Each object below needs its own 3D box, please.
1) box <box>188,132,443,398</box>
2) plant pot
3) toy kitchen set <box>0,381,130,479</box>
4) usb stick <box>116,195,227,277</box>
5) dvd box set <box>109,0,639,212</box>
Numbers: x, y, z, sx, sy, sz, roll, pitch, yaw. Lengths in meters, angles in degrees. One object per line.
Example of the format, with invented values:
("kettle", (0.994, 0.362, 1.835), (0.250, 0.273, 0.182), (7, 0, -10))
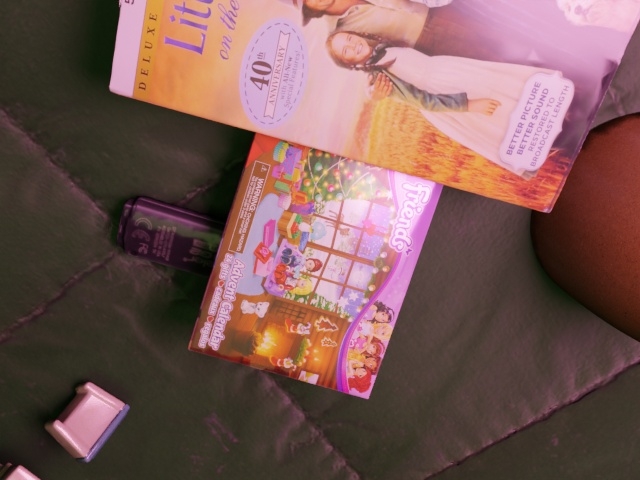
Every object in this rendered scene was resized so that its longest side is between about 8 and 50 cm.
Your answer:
("box", (0.000, 0.000, 0.664), (0.201, 0.057, 0.293), (17, 97, -8))
("plant pot", (0.359, 0.018, 0.608), (0.237, 0.254, 0.237), (0, 113, 0))
("toy kitchen set", (-0.339, 0.290, 0.825), (0.122, 0.166, 0.207), (47, 142, -17))
("usb stick", (-0.088, 0.019, 0.718), (0.278, 0.045, 0.077), (17, 119, -8))
("dvd box set", (0.055, -0.220, 0.535), (0.420, 0.062, 0.308), (15, 113, -6))
